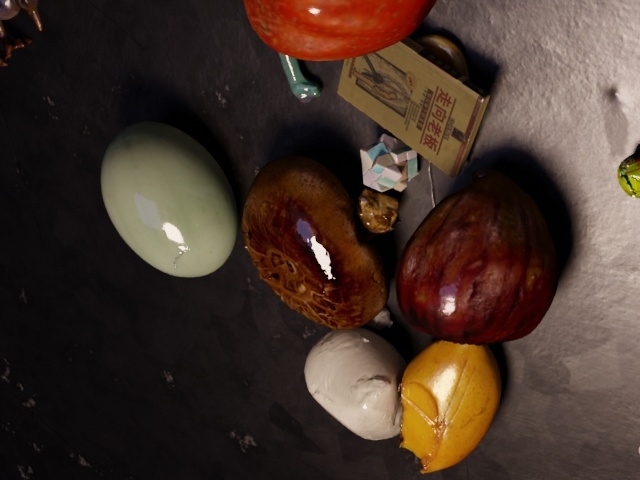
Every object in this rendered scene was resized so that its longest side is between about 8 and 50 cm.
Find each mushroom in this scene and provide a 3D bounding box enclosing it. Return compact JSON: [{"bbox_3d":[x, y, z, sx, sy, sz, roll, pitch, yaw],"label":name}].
[{"bbox_3d":[-0.004,0.006,1.805,0.278,0.163,0.297,-22,106,45],"label":"mushroom"}]

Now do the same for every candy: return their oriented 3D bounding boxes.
[{"bbox_3d":[0.459,-0.035,1.502,0.194,0.058,0.062,48,176,-8],"label":"candy"}]

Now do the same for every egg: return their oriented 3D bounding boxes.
[{"bbox_3d":[-0.252,-0.068,1.931,0.203,0.203,0.282,-28,93,45],"label":"egg"}]

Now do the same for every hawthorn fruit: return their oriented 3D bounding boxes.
[{"bbox_3d":[0.057,-0.371,1.472,0.330,0.287,0.287,-1,126,-9],"label":"hawthorn fruit"}]

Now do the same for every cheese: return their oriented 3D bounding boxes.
[{"bbox_3d":[0.064,0.227,1.887,0.189,0.154,0.198,31,170,28],"label":"cheese"}]

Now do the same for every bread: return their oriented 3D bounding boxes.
[{"bbox_3d":[0.161,-0.238,1.620,0.110,0.024,0.110,20,130,26],"label":"bread"}]

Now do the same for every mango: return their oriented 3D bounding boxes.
[{"bbox_3d":[0.204,0.246,1.818,0.154,0.126,0.252,22,122,13],"label":"mango"}]

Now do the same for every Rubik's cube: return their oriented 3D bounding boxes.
[{"bbox_3d":[0.104,-0.113,1.705,0.073,0.075,0.084,31,151,46],"label":"Rubik's cube"}]

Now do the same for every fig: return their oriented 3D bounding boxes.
[{"bbox_3d":[0.219,0.041,1.620,0.224,0.224,0.263,31,126,19],"label":"fig"}]

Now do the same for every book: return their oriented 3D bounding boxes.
[{"bbox_3d":[0.126,-0.209,1.637,0.231,0.026,0.161,38,144,19],"label":"book"}]

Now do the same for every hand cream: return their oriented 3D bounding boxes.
[{"bbox_3d":[0.053,0.105,1.926,0.165,0.037,0.057,28,131,32],"label":"hand cream"}]

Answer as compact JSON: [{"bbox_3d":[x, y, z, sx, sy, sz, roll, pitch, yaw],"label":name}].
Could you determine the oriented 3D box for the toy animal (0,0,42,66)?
[{"bbox_3d":[-0.600,-0.415,2.053,0.298,0.122,0.185,21,139,37],"label":"toy animal"}]

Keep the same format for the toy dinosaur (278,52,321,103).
[{"bbox_3d":[-0.168,-0.392,1.749,0.383,0.129,0.331,23,137,28],"label":"toy dinosaur"}]

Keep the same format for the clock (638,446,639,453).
[{"bbox_3d":[0.569,0.330,1.626,0.197,0.063,0.150,51,136,1],"label":"clock"}]
